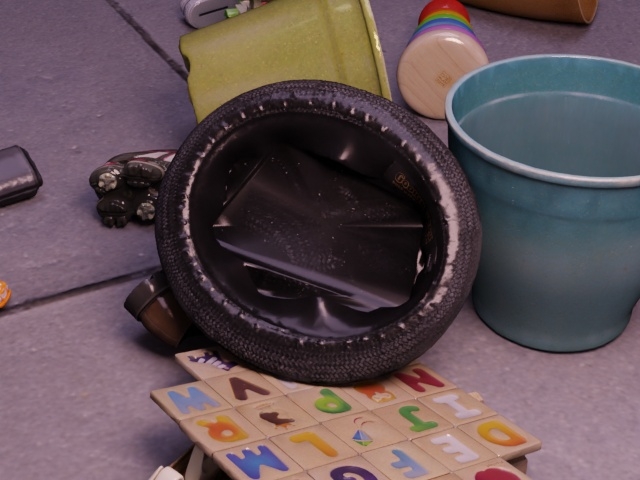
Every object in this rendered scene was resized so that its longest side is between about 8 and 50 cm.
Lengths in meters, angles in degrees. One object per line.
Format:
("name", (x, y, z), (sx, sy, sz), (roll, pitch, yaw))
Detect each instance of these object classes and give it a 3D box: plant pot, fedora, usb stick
("plant pot", (-0.052, -0.220, 1.419), (0.254, 0.276, 0.276), (-14, 35, -3))
("plant pot", (0.369, -0.513, 1.908), (0.254, 0.237, 0.237), (1, 31, 25))
("fedora", (0.000, 0.000, 1.078), (0.334, 0.152, 0.334), (-2, 75, 7))
("plant pot", (0.262, -0.030, 1.119), (0.272, 0.255, 0.271), (0, 35, 0))
("usb stick", (-0.488, -0.052, 1.291), (0.278, 0.045, 0.077), (-22, 75, -30))

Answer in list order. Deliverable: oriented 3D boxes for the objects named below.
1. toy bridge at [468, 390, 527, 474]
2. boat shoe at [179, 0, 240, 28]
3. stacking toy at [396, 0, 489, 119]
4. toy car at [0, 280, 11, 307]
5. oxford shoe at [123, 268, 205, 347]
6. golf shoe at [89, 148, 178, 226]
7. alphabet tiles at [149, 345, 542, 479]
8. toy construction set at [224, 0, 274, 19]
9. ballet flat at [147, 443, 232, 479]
("toy bridge", (0.161, 0.215, 0.956), (0.063, 0.026, 0.188), (-12, 36, -16))
("boat shoe", (-0.148, -0.448, 1.881), (0.226, 0.083, 0.076), (-14, 38, -22))
("stacking toy", (0.204, -0.315, 1.678), (0.141, 0.141, 0.330), (6, 28, 6))
("toy car", (-0.397, 0.071, 1.130), (0.060, 0.040, 0.122), (16, 36, 20))
("oxford shoe", (-0.106, 0.060, 1.148), (0.096, 0.083, 0.227), (46, 45, 14))
("golf shoe", (-0.152, -0.080, 1.319), (0.273, 0.105, 0.120), (4, 27, 2))
("alphabet tiles", (0.023, 0.163, 0.940), (0.285, 0.011, 0.342), (-7, 24, -36))
("toy construction set", (-0.081, -0.376, 1.659), (0.151, 0.215, 0.327), (0, 34, -3))
("ballet flat", (-0.118, 0.212, 0.908), (0.073, 0.067, 0.206), (21, 39, 26))
